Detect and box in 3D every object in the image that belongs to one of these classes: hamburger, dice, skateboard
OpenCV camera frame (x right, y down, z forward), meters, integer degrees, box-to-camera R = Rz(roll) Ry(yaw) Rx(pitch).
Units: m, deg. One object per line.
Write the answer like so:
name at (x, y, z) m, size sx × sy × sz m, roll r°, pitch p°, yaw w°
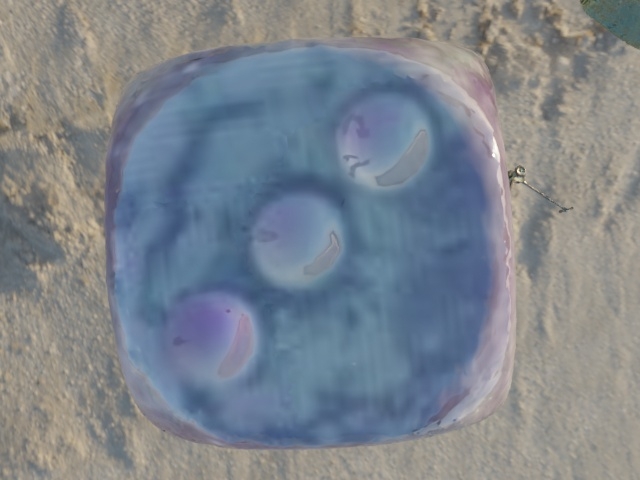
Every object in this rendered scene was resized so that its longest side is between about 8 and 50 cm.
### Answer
hamburger at (0.301, -0.232, 0.870) m, size 0.121 × 0.084 × 0.054 m, roll 20°, pitch 63°, yaw -28°
dice at (0.000, 0.000, 0.714) m, size 0.270 × 0.270 × 0.271 m, roll -3°, pitch 91°, yaw 4°
skateboard at (0.247, -0.041, 1.086) m, size 0.083 × 0.032 × 0.063 m, roll 29°, pitch 74°, yaw -8°
